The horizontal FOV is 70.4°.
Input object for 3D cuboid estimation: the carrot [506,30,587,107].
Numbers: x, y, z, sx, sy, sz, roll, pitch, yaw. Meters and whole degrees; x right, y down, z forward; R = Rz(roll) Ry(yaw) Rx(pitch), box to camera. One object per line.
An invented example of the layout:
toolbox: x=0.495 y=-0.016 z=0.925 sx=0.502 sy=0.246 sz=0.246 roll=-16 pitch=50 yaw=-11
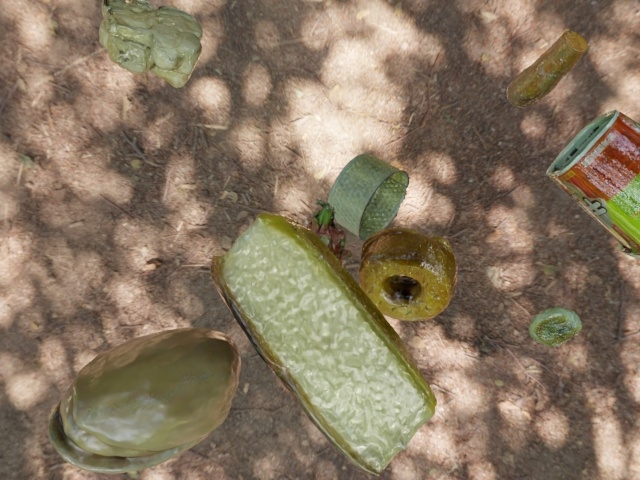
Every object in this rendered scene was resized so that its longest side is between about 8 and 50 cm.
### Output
carrot: x=0.815 y=-0.605 z=1.651 sx=0.138 sy=0.302 sz=0.139 roll=7 pitch=67 yaw=-15

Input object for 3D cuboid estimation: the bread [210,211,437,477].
bread: x=0.008 y=0.122 z=0.666 sx=0.143 sy=0.333 sz=0.324 roll=-40 pitch=84 yaw=2

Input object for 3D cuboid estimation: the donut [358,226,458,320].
donut: x=0.190 y=0.076 z=1.004 sx=0.226 sy=0.114 sz=0.227 roll=12 pitch=130 yaw=15

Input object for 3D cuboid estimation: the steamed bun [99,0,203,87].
steamed bun: x=-0.315 y=-0.365 z=0.859 sx=0.177 sy=0.106 sz=0.192 roll=-5 pitch=52 yaw=-33

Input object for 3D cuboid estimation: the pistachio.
pistachio: x=-0.221 y=0.208 z=0.641 sx=0.181 sy=0.293 sz=0.162 roll=43 pitch=119 yaw=17

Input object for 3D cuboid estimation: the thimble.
thimble: x=0.157 y=-0.144 z=1.501 sx=0.150 sy=0.271 sz=0.271 roll=34 pitch=91 yaw=26

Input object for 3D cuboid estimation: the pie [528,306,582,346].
pie: x=0.878 y=0.326 z=1.698 sx=0.186 sy=0.041 sz=0.187 roll=2 pitch=121 yaw=4

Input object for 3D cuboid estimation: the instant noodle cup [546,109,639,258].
instant noodle cup: x=0.765 y=-0.147 z=1.132 sx=0.307 sy=0.294 sz=0.294 roll=40 pitch=91 yaw=6

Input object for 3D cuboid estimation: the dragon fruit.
dragon fruit: x=-0.004 y=0.001 z=1.105 sx=0.137 sy=0.236 sz=0.135 roll=-32 pitch=51 yaw=-15
